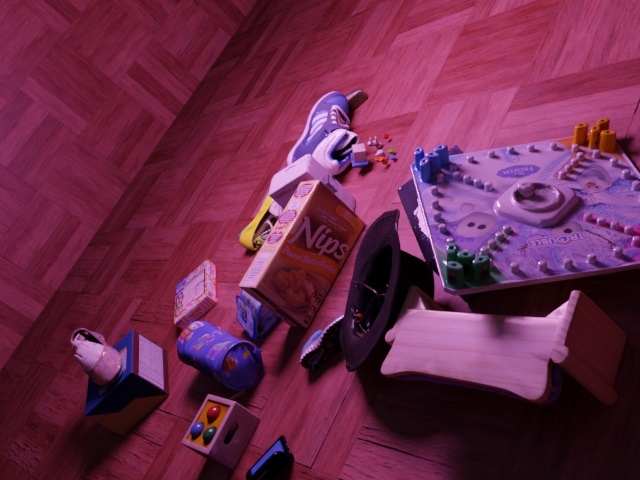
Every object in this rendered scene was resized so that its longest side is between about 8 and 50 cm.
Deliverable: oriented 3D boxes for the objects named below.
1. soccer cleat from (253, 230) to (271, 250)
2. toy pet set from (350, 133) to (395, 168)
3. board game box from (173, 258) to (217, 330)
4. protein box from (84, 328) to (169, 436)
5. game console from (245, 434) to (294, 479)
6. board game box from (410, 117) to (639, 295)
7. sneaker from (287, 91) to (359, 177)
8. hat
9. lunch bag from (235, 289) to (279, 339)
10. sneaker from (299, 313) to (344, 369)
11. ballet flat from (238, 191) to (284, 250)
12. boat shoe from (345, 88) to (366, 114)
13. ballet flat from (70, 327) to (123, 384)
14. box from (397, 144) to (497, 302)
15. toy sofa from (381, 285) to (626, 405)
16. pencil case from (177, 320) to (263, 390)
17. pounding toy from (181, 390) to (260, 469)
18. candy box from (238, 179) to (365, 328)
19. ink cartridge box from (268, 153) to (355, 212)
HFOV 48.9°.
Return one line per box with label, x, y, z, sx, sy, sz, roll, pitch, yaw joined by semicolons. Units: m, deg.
soccer cleat;-0.129;-0.001;2.010;0.072;0.060;0.179;-45;26;-21
toy pet set;0.143;-0.226;1.929;0.114;0.065;0.122;-8;40;1
board game box;-0.385;0.165;2.168;0.146;0.045;0.193;-39;31;17
protein box;-0.552;0.405;2.016;0.200;0.136;0.201;-43;30;11
game console;-0.122;0.458;1.439;0.122;0.107;0.071;-48;57;3
board game box;0.373;-0.077;1.219;0.389;0.050;0.390;-8;37;3
sneaker;0.057;-0.315;2.070;0.236;0.130;0.323;3;56;49
hat;0.148;0.110;1.390;0.331;0.133;0.331;-164;90;-80
lunch bag;-0.157;0.168;1.816;0.151;0.096;0.129;-63;32;4
sneaker;0.011;0.211;1.560;0.162;0.063;0.073;-42;26;12
ballet flat;-0.156;-0.066;2.120;0.077;0.077;0.231;33;85;39
boat shoe;0.080;-0.431;2.246;0.152;0.056;0.049;-29;28;14
ballet flat;-0.651;0.323;1.995;0.108;0.106;0.316;-56;29;-12
box;0.281;-0.038;1.404;0.165;0.143;0.270;-38;31;18
toy sofa;0.280;0.186;1.135;0.362;0.150;0.177;-4;55;52
pencil case;-0.256;0.285;1.777;0.133;0.119;0.306;-37;23;-24
pounding toy;-0.243;0.408;1.635;0.206;0.094;0.181;-3;52;52
candy box;-0.040;0.032;1.716;0.087;0.183;0.316;2;57;54
ink cartridge box;-0.021;-0.115;1.858;0.139;0.190;0.082;-29;34;32
